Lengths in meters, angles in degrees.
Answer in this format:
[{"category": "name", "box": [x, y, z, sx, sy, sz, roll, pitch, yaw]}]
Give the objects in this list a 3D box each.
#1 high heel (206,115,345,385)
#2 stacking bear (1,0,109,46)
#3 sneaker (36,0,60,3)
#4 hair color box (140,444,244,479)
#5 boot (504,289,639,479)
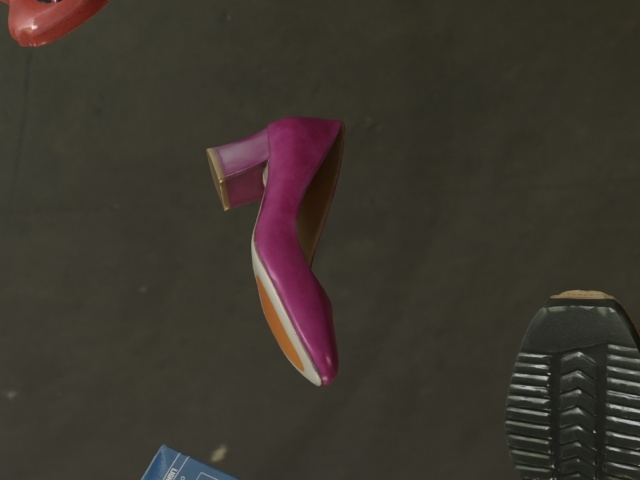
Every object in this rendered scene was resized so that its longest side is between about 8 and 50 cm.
[{"category": "high heel", "box": [0.000, 0.000, 1.023, 0.117, 0.244, 0.082, -17, 137, -9]}, {"category": "stacking bear", "box": [-0.311, -0.371, 1.348, 0.164, 0.175, 0.289, -31, 138, -9]}, {"category": "sneaker", "box": [-0.300, -0.282, 1.223, 0.072, 0.077, 0.178, -44, 103, 6]}, {"category": "hair color box", "box": [-0.012, 0.326, 1.266, 0.105, 0.347, 0.174, -60, 144, -20]}, {"category": "boot", "box": [0.155, 0.088, 0.697, 0.077, 0.137, 0.197, 5, 121, 26]}]
